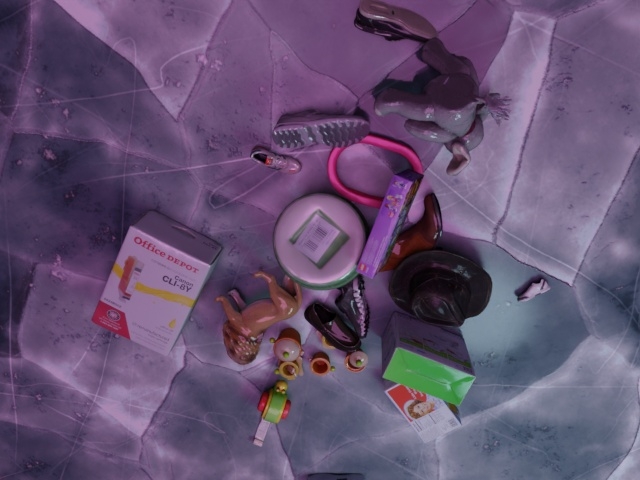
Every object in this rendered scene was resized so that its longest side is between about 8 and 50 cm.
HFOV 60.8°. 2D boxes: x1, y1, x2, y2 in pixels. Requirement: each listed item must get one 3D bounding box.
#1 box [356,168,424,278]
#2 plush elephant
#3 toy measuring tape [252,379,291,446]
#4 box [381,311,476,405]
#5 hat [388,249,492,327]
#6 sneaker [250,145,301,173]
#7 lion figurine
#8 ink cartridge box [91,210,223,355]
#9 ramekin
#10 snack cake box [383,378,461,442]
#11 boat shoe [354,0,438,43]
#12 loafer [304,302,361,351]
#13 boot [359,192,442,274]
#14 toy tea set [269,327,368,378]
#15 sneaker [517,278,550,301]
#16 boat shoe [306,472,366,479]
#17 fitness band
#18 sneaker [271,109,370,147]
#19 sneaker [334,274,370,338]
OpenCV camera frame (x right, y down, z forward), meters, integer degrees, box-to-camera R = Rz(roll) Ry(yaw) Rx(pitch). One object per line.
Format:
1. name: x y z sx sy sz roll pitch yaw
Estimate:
1. box: 0.201 -0.053 1.553 0.057 0.201 0.293 25 109 14
2. plush elephant: 0.353 -0.338 1.482 0.330 0.255 0.272 29 75 22
3. toy measuring tape: -0.187 0.642 1.959 0.121 0.121 0.330 21 111 -3
4. box: 0.337 0.369 1.748 0.261 0.231 0.127 21 111 -4
5. hat: 0.374 0.186 1.677 0.331 0.134 0.331 3 130 4
6. sneaker: -0.138 -0.234 1.639 0.161 0.075 0.057 21 111 -3
7. lion figurine: -0.184 0.233 1.769 0.392 0.142 0.240 -33 85 23
8. ink cartridge box: -0.529 0.139 1.768 0.279 0.160 0.385 27 111 -6
9. ramekin: 0.000 0.000 1.622 0.303 0.148 0.304 0 87 4
10. snack cake box: 0.354 0.559 1.896 0.152 0.089 0.264 -32 105 17
11. boat shoe: 0.207 -0.585 1.489 0.233 0.084 0.079 15 148 -8
12. loafer: 0.041 0.283 1.784 0.220 0.080 0.078 34 145 10
13. boot: 0.239 -0.017 1.705 0.280 0.096 0.264 -1 118 13
14. toy tea set: -0.009 0.392 1.842 0.336 0.124 0.200 -8 110 8
15. sneaker: 0.678 0.160 1.749 0.109 0.040 0.044 -31 89 11
16. boat shoe: 0.060 0.939 2.077 0.228 0.080 0.076 -4 109 -2
17. fitness band: 0.163 -0.207 1.637 0.290 0.054 0.209 16 111 -3
18. sneaker: 0.002 -0.340 1.567 0.281 0.115 0.105 1 144 5
19. sneaker: 0.102 0.219 1.797 0.106 0.078 0.234 -1 117 19
